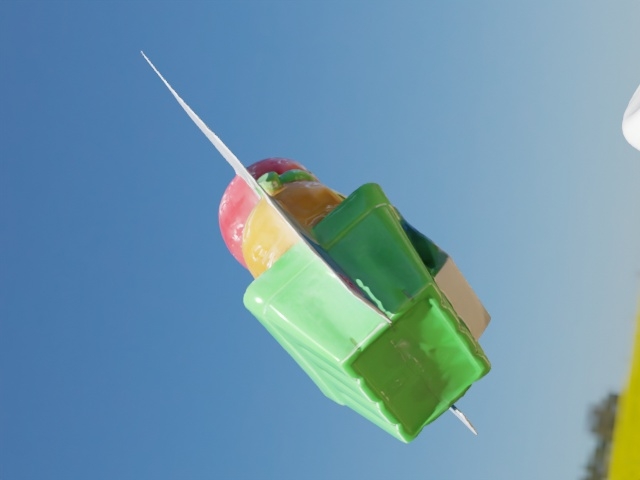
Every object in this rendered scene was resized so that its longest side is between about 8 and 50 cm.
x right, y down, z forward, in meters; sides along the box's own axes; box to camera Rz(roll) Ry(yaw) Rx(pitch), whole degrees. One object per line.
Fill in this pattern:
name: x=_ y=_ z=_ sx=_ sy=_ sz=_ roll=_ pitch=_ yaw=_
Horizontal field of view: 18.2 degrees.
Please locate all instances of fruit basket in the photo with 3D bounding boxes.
fruit basket: x=0.000 y=0.000 z=1.819 sx=0.353 sy=0.165 sz=0.327 roll=54 pitch=-179 yaw=36

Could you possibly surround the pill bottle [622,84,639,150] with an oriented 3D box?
pill bottle: x=0.381 y=-0.065 z=1.510 sx=0.162 sy=0.278 sz=0.162 roll=-54 pitch=2 yaw=3
